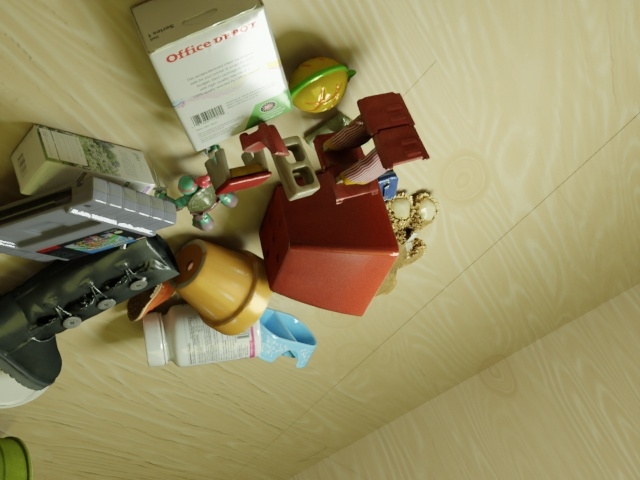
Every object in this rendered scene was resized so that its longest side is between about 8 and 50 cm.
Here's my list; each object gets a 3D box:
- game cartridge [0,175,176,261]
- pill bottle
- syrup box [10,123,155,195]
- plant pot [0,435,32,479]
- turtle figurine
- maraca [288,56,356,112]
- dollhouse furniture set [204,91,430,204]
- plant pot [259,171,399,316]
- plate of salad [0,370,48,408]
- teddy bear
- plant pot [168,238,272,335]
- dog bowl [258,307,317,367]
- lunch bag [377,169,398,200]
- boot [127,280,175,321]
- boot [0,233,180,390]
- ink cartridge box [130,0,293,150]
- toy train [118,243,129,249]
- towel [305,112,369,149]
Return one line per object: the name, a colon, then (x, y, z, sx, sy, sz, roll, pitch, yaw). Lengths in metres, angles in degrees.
game cartridge: (-0.473, -0.028, 1.603, 0.355, 0.068, 0.230, -14, 158, 28)
pill bottle: (-0.299, 0.233, 2.162, 0.283, 0.160, 0.160, -6, 146, -10)
syrup box: (-0.435, -0.127, 1.584, 0.237, 0.093, 0.096, 12, 133, -48)
plant pot: (-0.985, 0.652, 2.167, 0.353, 0.366, 0.366, 24, 124, -40)
turtle figurine: (-0.255, -0.102, 1.754, 0.175, 0.118, 0.234, -28, 156, 3)
maraca: (0.003, -0.301, 1.658, 0.127, 0.099, 0.186, -29, 177, 24)
dollhouse furniture set: (-0.006, -0.155, 1.663, 0.374, 0.152, 0.201, -17, 171, -32)
plant pot: (0.000, 0.000, 1.980, 0.236, 0.267, 0.267, 1, 142, -20)
plate of salad: (-0.766, 0.345, 2.113, 0.200, 0.048, 0.200, -17, 138, -16)
teddy bear: (0.183, -0.001, 2.274, 0.245, 0.113, 0.338, -19, 143, -27)
plant pot: (-0.246, 0.093, 1.999, 0.205, 0.205, 0.188, -38, 132, 20)
dog bowl: (-0.119, 0.263, 2.384, 0.074, 0.166, 0.297, -49, 145, 13)
lunch bag: (0.148, -0.139, 2.048, 0.067, 0.065, 0.098, -20, 150, -12)
boot: (-0.404, 0.142, 2.070, 0.085, 0.059, 0.158, 5, 137, -50)
boot: (-0.519, 0.142, 1.920, 0.445, 0.146, 0.367, -33, 158, -4)
ink cartridge box: (-0.179, -0.308, 1.477, 0.201, 0.117, 0.278, -24, 151, -4)
toy train: (-0.388, -0.060, 1.729, 0.027, 0.036, 0.158, 7, 104, -40)
towel: (0.040, -0.219, 1.878, 0.110, 0.027, 0.148, -35, 149, 13)
